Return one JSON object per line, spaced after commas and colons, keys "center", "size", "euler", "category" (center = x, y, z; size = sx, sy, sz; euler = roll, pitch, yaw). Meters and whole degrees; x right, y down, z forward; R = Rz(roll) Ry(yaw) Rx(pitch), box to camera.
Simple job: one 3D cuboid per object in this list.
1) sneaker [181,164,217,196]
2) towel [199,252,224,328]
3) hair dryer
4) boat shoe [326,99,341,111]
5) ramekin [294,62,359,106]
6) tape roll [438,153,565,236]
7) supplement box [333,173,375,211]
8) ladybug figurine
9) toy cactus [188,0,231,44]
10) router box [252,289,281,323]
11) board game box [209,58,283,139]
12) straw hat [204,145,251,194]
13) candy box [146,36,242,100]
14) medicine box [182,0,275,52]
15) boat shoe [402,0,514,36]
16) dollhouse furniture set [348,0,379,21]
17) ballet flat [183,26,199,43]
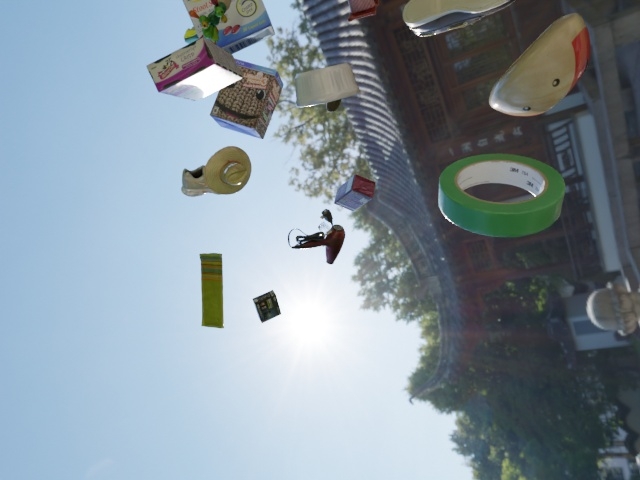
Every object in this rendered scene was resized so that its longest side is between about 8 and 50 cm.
{"center": [-0.445, -0.257, 1.928], "size": [0.099, 0.262, 0.121], "euler": [-122, 29, -44], "category": "sneaker"}
{"center": [-0.347, 0.158, 1.483], "size": [0.021, 0.102, 0.238], "euler": [0, -92, -51], "category": "towel"}
{"center": [0.000, 0.000, 1.990], "size": [0.294, 0.223, 0.080], "euler": [53, -172, -41], "category": "hair dryer"}
{"center": [0.067, -0.782, 2.419], "size": [0.224, 0.080, 0.073], "euler": [98, 158, -43], "category": "boat shoe"}
{"center": [0.018, -0.637, 1.898], "size": [0.273, 0.272, 0.127], "euler": [-49, -51, -58], "category": "ramekin"}
{"center": [0.490, -0.133, 1.279], "size": [0.321, 0.320, 0.077], "euler": [-67, -26, -50], "category": "tape roll"}
{"center": [0.146, -0.205, 2.025], "size": [0.104, 0.188, 0.081], "euler": [20, -111, -17], "category": "supplement box"}
{"center": [0.655, -0.496, 1.361], "size": [0.162, 0.305, 0.449], "euler": [43, -131, 1], "category": "ladybug figurine"}
{"center": [-0.343, -0.734, 1.498], "size": [0.112, 0.219, 0.181], "euler": [27, -97, -15], "category": "toy cactus"}
{"center": [-0.216, 0.269, 1.889], "size": [0.038, 0.092, 0.123], "euler": [49, 158, 46], "category": "router box"}
{"center": [-0.337, -0.653, 2.154], "size": [0.141, 0.231, 0.291], "euler": [44, -115, -78], "category": "board game box"}
{"center": [-0.233, -0.179, 1.251], "size": [0.144, 0.061, 0.145], "euler": [-17, -62, -34], "category": "straw hat"}
{"center": [-0.310, -0.428, 1.183], "size": [0.233, 0.159, 0.071], "euler": [-60, -52, -78], "category": "candy box"}
{"center": [-0.345, -0.852, 1.698], "size": [0.149, 0.263, 0.290], "euler": [-95, -19, -80], "category": "medicine box"}
{"center": [0.407, -0.673, 1.348], "size": [0.096, 0.324, 0.117], "euler": [21, -111, -57], "category": "boat shoe"}
{"center": [0.256, -0.993, 1.731], "size": [0.201, 0.373, 0.152], "euler": [59, -147, -43], "category": "dollhouse furniture set"}
{"center": [-0.538, -0.943, 2.117], "size": [0.077, 0.230, 0.077], "euler": [12, -88, -55], "category": "ballet flat"}
